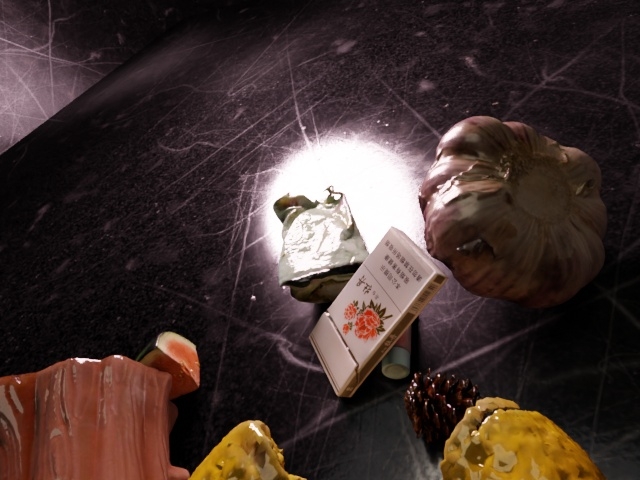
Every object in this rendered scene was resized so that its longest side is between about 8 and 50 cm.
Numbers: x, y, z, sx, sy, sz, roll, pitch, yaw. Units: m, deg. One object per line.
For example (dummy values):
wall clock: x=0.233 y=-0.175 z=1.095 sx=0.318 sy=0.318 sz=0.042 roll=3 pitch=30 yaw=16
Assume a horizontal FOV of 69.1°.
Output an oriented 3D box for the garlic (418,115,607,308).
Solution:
garlic: x=0.228 y=-0.032 z=0.578 sx=0.245 sy=0.160 sz=0.244 roll=4 pitch=71 yaw=-11

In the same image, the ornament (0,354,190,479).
ornament: x=-0.274 y=0.280 z=0.523 sx=0.221 sy=0.235 sz=0.217 roll=-47 pitch=39 yaw=15

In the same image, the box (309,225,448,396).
box: x=0.063 y=0.088 z=0.584 sx=0.198 sy=0.029 sz=0.109 roll=-55 pitch=36 yaw=16

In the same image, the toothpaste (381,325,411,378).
toothpaste: x=0.103 y=0.090 z=0.633 sx=0.056 sy=0.036 sz=0.205 roll=-18 pitch=36 yaw=23

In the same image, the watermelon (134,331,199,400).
watermelon: x=-0.210 y=0.184 z=0.675 sx=0.094 sy=0.125 sz=0.135 roll=22 pitch=19 yaw=14

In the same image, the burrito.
burrito: x=0.000 y=0.000 z=0.751 sx=0.144 sy=0.089 sz=0.228 roll=-11 pitch=41 yaw=-1

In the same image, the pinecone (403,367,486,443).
pinecone: x=0.130 y=0.174 z=0.491 sx=0.083 sy=0.077 sz=0.077 roll=-10 pitch=42 yaw=21

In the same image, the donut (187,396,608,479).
donut: x=0.040 y=0.307 z=0.328 sx=0.436 sy=0.163 sz=0.377 roll=-13 pitch=42 yaw=17
